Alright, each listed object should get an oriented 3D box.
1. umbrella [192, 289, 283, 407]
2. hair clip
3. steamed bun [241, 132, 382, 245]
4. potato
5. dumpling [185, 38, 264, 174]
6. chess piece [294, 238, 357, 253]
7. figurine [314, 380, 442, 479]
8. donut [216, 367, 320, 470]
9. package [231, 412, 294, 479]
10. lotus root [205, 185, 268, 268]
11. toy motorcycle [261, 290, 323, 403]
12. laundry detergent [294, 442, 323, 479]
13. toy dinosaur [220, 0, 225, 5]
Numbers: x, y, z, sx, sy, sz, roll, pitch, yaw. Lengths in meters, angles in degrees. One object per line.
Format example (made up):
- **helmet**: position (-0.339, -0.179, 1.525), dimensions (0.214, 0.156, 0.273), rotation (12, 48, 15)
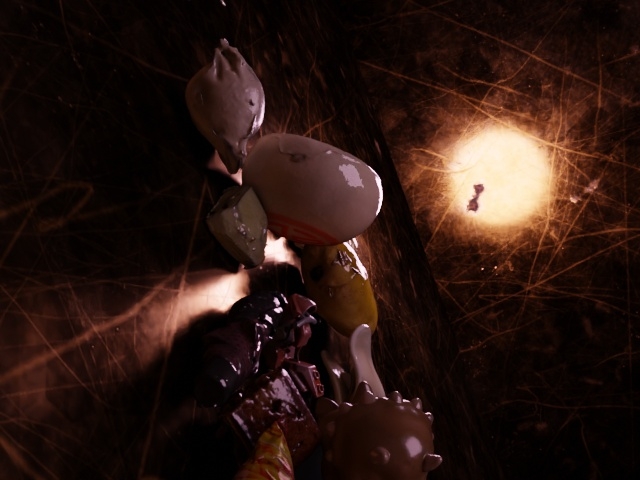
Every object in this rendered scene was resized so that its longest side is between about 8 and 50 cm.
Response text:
- **umbrella**: position (-0.126, 0.158, 1.150), dimensions (0.326, 0.094, 0.090), rotation (-55, 142, -70)
- **hair clip**: position (0.072, 0.320, 1.567), dimensions (0.172, 0.113, 0.282), rotation (47, 29, -53)
- **steamed bun**: position (-0.026, -0.082, 1.484), dimensions (0.283, 0.282, 0.177), rotation (36, 70, -62)
- **potato**: position (0.042, 0.106, 1.669), dimensions (0.173, 0.140, 0.300), rotation (-95, 165, -46)
- **dumpling**: position (-0.179, -0.241, 1.399), dimensions (0.172, 0.142, 0.247), rotation (145, -58, -75)
- **chess piece**: position (0.000, 0.000, 1.785), dimensions (0.200, 0.090, 0.090), rotation (25, 46, -52)
- **figurine**: position (0.087, 0.298, 1.151), dimensions (0.177, 0.173, 0.247), rotation (22, 22, -4)
- **donut**: position (-0.066, 0.281, 1.097), dimensions (0.187, 0.126, 0.144), rotation (58, -14, -14)
- **package**: position (-0.086, 0.383, 0.942), dimensions (0.288, 0.108, 0.224), rotation (-57, 146, -62)
- **lotus root**: position (-0.135, -0.025, 1.371), dimensions (0.143, 0.070, 0.144), rotation (-82, 148, -57)
- **toy motorcycle**: position (-0.045, 0.185, 1.336), dimensions (0.084, 0.118, 0.213), rotation (-1, 72, -63)
- **laundry detergent**: position (0.014, 0.428, 1.281), dimensions (0.061, 0.096, 0.206), rotation (-67, 135, -80)
- **toy dinosaur**: position (-0.274, -0.574, 1.580), dimensions (0.242, 0.053, 0.167), rotation (7, 57, -62)
